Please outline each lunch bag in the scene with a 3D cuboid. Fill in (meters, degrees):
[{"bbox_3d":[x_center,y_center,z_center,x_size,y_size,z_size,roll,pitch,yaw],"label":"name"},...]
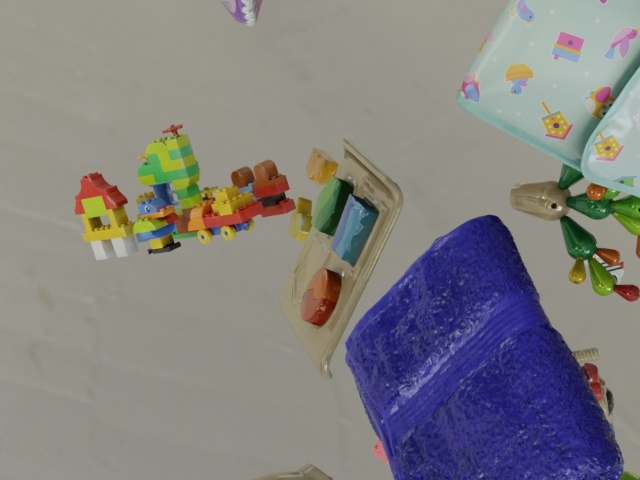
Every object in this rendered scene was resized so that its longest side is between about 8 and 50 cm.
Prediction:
[{"bbox_3d":[0.310,-0.186,1.640,0.262,0.223,0.160,32,-157,1],"label":"lunch bag"}]

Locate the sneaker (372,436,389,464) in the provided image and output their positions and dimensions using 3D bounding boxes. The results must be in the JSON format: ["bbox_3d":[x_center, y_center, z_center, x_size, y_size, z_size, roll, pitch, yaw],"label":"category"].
[{"bbox_3d":[0.134,0.174,2.014,0.136,0.116,0.313,14,-135,-7],"label":"sneaker"}]

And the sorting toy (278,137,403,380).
[{"bbox_3d":[0.000,0.000,1.737,0.041,0.229,0.307,17,-168,-19],"label":"sorting toy"}]

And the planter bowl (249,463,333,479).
[{"bbox_3d":[-0.018,0.270,1.381,0.109,0.162,0.162,-42,-117,-15],"label":"planter bowl"}]

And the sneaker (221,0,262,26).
[{"bbox_3d":[-0.142,-0.381,2.143,0.105,0.236,0.095,4,-110,13],"label":"sneaker"}]

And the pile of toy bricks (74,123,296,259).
[{"bbox_3d":[-0.129,-0.054,1.417,0.212,0.105,0.118,-8,-166,43],"label":"pile of toy bricks"}]

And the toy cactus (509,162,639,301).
[{"bbox_3d":[0.302,-0.037,1.820,0.181,0.219,0.112,8,-149,41],"label":"toy cactus"}]

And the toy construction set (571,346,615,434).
[{"bbox_3d":[0.260,0.264,1.976,0.237,0.309,0.257,-9,-127,12],"label":"toy construction set"}]

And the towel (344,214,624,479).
[{"bbox_3d":[0.128,0.148,1.367,0.076,0.227,0.308,16,-145,-35],"label":"towel"}]

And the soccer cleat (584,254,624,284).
[{"bbox_3d":[0.381,0.035,2.111,0.083,0.029,0.035,22,-109,-24],"label":"soccer cleat"}]

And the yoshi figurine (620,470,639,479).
[{"bbox_3d":[0.290,0.392,1.431,0.203,0.203,0.362,-11,-138,10],"label":"yoshi figurine"}]
